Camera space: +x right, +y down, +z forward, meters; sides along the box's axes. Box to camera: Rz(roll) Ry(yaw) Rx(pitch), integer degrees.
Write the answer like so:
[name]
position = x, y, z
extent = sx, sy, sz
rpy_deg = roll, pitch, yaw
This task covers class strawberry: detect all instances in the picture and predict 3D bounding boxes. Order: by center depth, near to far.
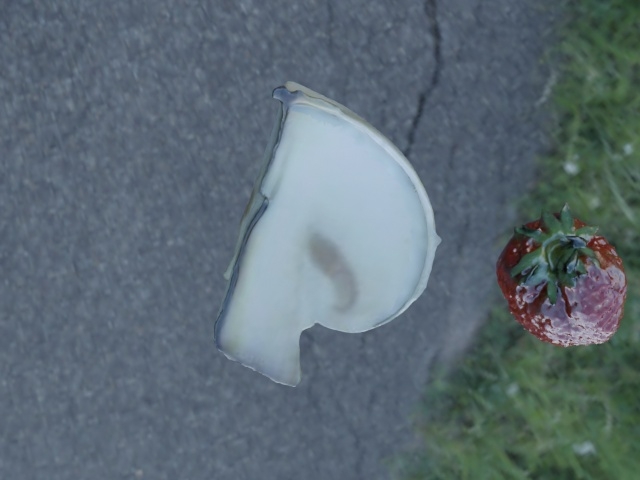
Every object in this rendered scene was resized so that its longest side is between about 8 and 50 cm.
[strawberry]
position = 0.250, 0.046, 1.244
extent = 0.131, 0.131, 0.148
rpy_deg = -36, 138, 11

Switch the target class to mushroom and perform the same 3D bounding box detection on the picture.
[mushroom]
position = 0.011, -0.006, 1.045
extent = 0.162, 0.173, 0.236
rpy_deg = 18, 104, -1
